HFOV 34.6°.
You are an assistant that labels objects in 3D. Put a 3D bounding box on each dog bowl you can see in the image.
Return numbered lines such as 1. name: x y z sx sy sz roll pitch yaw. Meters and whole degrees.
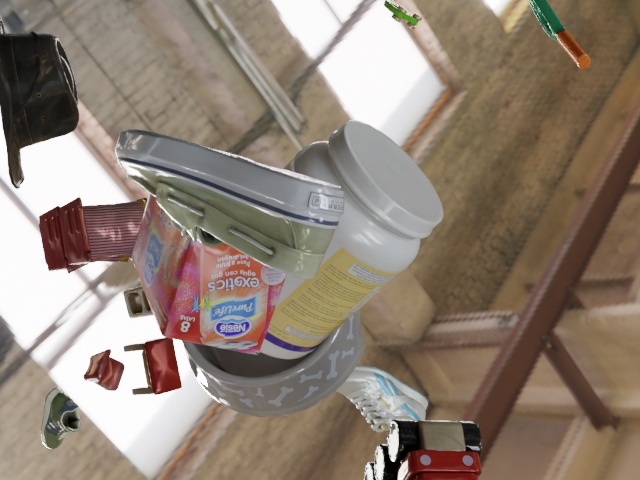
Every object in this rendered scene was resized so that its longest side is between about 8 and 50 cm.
1. dog bowl: -0.090 0.126 1.792 0.349 0.102 0.348 -7 -120 12

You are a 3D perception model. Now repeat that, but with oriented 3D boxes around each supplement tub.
1. supplement tub: 0.000 0.000 1.576 0.331 0.241 0.241 -43 -162 24

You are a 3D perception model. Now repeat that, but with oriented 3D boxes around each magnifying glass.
1. magnifying glass: 0.411 -0.365 1.775 0.026 0.092 0.231 -28 -140 11

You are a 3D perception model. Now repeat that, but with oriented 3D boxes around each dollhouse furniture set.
1. dollhouse furniture set: -0.360 0.107 1.873 0.201 0.374 0.152 -10 178 -44

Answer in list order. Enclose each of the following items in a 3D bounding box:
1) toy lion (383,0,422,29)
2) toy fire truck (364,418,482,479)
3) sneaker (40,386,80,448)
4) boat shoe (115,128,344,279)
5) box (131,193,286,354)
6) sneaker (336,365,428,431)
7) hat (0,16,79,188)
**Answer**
1. toy lion: 0.176 -0.519 2.314 0.096 0.100 0.034 47 -68 31
2. toy fire truck: 0.126 0.385 1.373 0.217 0.159 0.246 110 -20 -52
3. sneaker: -0.630 0.452 2.511 0.086 0.192 0.064 27 -144 20
4. boat shoe: -0.107 -0.042 1.007 0.302 0.109 0.094 20 -85 43
5. box: -0.138 0.019 1.227 0.257 0.123 0.128 -131 -123 -63
6. sneaker: 0.114 0.316 1.999 0.087 0.229 0.092 -36 -146 47
7. hat: -0.489 -0.260 1.778 0.134 0.331 0.331 -8 -164 -16
